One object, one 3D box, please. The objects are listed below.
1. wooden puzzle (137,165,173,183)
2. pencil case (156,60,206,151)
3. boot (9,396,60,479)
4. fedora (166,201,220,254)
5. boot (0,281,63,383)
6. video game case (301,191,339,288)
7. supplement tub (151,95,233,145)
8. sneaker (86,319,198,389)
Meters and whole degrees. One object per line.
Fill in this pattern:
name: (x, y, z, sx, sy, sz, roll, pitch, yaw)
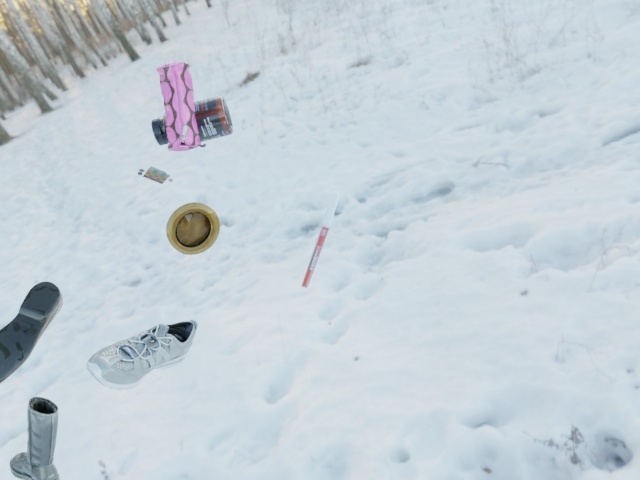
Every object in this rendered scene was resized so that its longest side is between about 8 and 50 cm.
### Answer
wooden puzzle: (-0.398, -0.158, 1.264, 0.049, 0.083, 0.006, -29, 48, 45)
pencil case: (-0.335, -0.319, 1.242, 0.095, 0.209, 0.098, -8, 10, -1)
boot: (-0.701, 0.484, 1.275, 0.190, 0.208, 0.076, 7, 17, 28)
fedora: (-0.455, -0.047, 1.861, 0.194, 0.194, 0.079, -25, 19, -8)
boot: (-0.787, 0.260, 1.383, 0.305, 0.112, 0.115, -61, 0, -26)
video game case: (0.000, 0.000, 1.778, 0.025, 0.285, 0.204, 19, 39, -1)
supplement tub: (-0.337, -0.308, 1.373, 0.198, 0.106, 0.106, -14, 28, -1)
sneaker: (-0.367, 0.220, 1.097, 0.115, 0.105, 0.281, -55, -13, 15)
